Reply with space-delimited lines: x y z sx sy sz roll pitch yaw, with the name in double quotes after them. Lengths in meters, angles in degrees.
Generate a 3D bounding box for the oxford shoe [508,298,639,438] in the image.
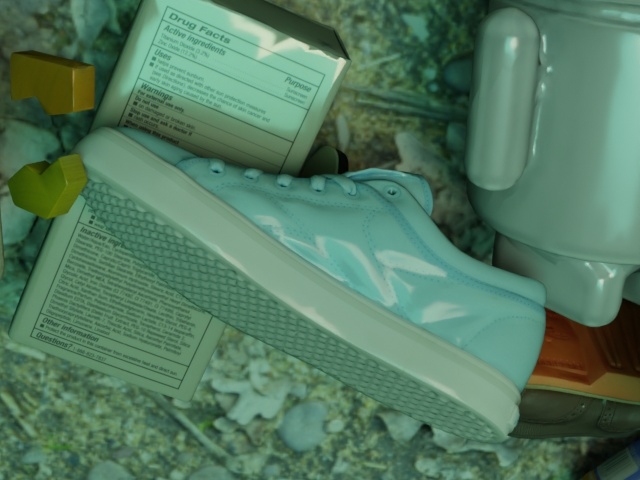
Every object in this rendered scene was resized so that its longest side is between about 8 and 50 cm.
0.134 0.110 1.010 0.363 0.130 0.133 11 132 -10 "oxford shoe"

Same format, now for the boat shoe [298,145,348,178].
0.000 -0.014 1.006 0.042 0.049 0.133 3 108 -35 "boat shoe"

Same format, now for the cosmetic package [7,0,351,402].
-0.114 -0.046 0.946 0.160 0.113 0.309 23 107 -13 "cosmetic package"

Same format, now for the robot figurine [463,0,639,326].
0.218 -0.118 0.894 0.300 0.199 0.354 -15 119 -42 "robot figurine"

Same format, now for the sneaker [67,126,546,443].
0.000 0.000 0.871 0.366 0.135 0.150 32 67 -9 "sneaker"

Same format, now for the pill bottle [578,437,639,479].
0.374 0.207 1.060 0.272 0.152 0.152 -36 110 10 "pill bottle"

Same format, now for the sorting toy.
-0.270 -0.080 0.874 0.307 0.041 0.229 18 113 33 "sorting toy"
